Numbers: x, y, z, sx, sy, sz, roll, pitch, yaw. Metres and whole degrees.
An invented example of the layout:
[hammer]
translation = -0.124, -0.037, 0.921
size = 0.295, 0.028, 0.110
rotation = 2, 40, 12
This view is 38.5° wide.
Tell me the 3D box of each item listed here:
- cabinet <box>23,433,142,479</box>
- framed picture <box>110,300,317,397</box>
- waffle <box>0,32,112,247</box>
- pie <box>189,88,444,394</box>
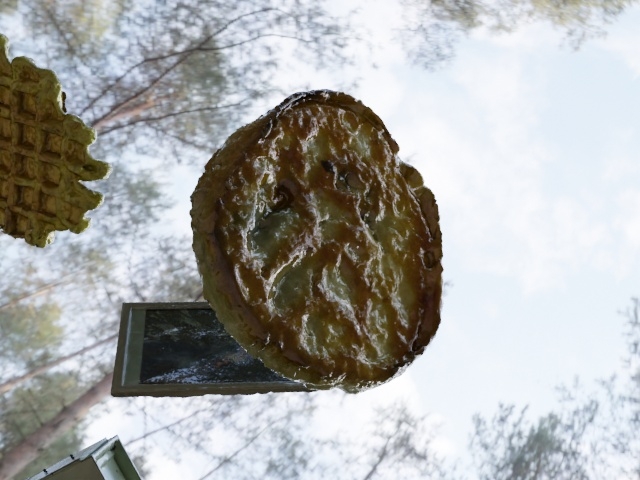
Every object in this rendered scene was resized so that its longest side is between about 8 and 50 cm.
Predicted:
[cabinet]
translation = -0.449, 0.471, 1.671
size = 0.206, 0.145, 0.150
rotation = -29, -91, 6
[framed picture]
translation = -0.149, 0.151, 1.305
size = 0.281, 0.209, 0.019
rotation = -2, -58, -8
[waffle]
translation = -0.439, -0.120, 1.290
size = 0.312, 0.060, 0.307
rotation = 49, -59, 5
[pie]
translation = 0.000, 0.000, 0.925
size = 0.092, 0.315, 0.315
rotation = -20, -86, 49
